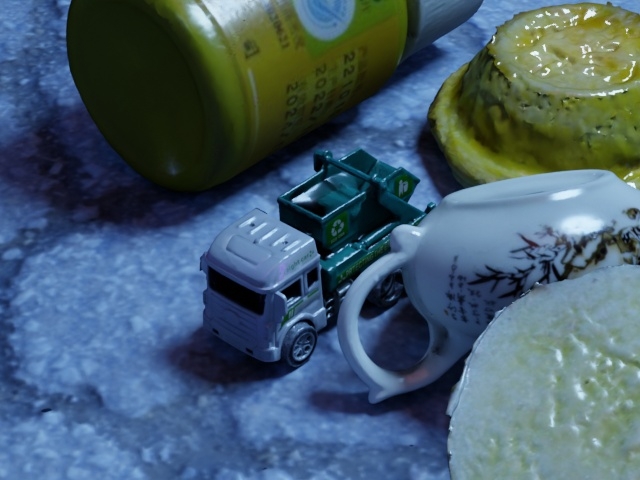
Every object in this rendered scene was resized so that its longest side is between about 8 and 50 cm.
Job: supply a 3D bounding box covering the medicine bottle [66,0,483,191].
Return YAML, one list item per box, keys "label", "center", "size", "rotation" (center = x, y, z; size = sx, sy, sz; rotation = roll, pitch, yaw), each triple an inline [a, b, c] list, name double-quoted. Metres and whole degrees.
- label: "medicine bottle"
  center: [-0.029, -0.218, 1.636]
  size: [0.224, 0.224, 0.384]
  rotation: [28, 45, 36]

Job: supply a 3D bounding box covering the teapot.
- label: "teapot"
  center: [0.153, 0.030, 1.354]
  size: [0.299, 0.166, 0.208]
  rotation: [-21, 21, -8]

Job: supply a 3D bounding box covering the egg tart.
- label: "egg tart"
  center: [0.231, -0.128, 1.586]
  size: [0.288, 0.118, 0.288]
  rotation: [-2, 40, 1]

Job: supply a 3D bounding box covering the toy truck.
- label: "toy truck"
  center: [0.000, 0.000, 1.414]
  size: [0.110, 0.116, 0.216]
  rotation: [27, 45, 35]

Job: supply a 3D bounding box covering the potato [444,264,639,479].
- label: "potato"
  center: [0.208, 0.166, 1.172]
  size: [0.239, 0.116, 0.299]
  rotation: [-18, 49, -4]
